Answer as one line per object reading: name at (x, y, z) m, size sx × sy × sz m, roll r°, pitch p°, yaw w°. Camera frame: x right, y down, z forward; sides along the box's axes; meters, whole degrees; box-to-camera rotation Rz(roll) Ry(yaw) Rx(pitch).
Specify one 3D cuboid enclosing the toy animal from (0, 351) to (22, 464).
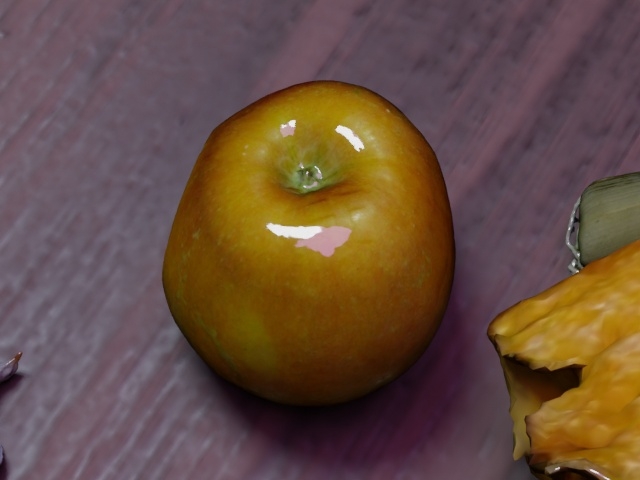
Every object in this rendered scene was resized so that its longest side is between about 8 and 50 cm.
toy animal at (-0.128, 0.051, 0.643) m, size 0.050 × 0.028 × 0.084 m, roll -28°, pitch 70°, yaw -6°

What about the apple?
apple at (0.000, 0.000, 0.634) m, size 0.099 × 0.102 × 0.114 m, roll 21°, pitch 65°, yaw 8°

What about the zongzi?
zongzi at (0.146, -0.015, 0.643) m, size 0.104 × 0.113 × 0.052 m, roll 10°, pitch 59°, yaw 1°

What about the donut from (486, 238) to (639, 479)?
donut at (0.140, 0.146, 0.419) m, size 0.435 × 0.377 × 0.163 m, roll -47°, pitch 113°, yaw -36°
